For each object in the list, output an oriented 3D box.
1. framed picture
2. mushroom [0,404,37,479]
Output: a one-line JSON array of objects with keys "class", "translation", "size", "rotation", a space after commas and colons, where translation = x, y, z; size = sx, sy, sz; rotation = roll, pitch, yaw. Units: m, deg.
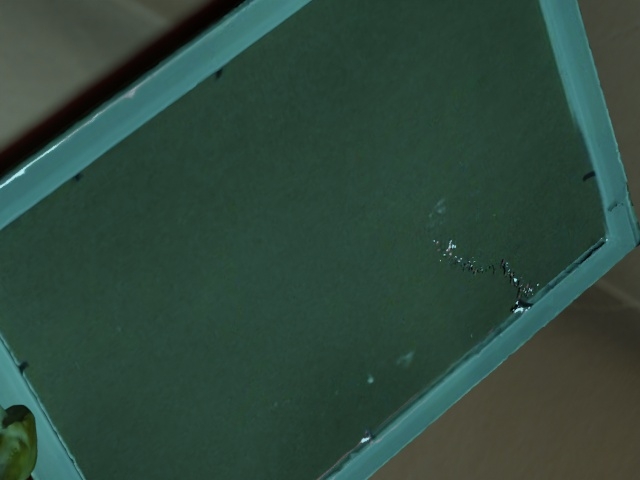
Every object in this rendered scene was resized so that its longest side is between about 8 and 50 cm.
[{"class": "framed picture", "translation": [0.000, 0.000, 0.731], "size": [0.293, 0.018, 0.231], "rotation": [-38, 130, -20]}, {"class": "mushroom", "translation": [-0.156, -0.038, 0.543], "size": [0.100, 0.081, 0.312], "rotation": [-25, 120, -29]}]
